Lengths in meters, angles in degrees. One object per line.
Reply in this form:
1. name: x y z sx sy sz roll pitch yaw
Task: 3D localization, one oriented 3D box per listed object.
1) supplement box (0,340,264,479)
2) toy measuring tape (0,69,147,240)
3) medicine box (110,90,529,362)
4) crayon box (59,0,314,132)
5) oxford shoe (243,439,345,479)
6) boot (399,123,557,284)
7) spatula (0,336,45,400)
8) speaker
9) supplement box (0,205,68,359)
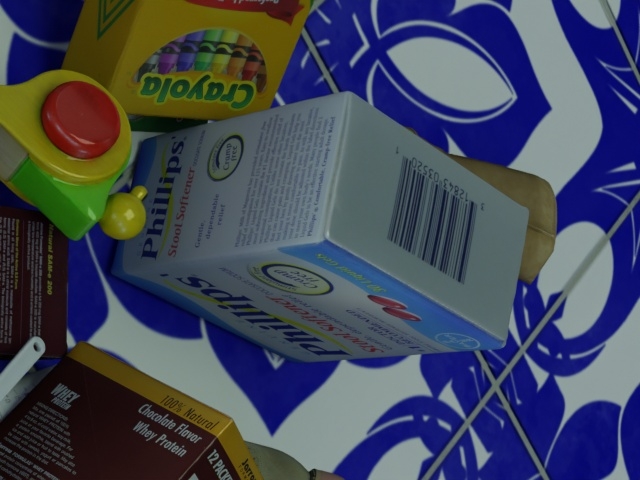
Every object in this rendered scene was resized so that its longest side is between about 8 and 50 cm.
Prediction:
1. supplement box: -0.180 0.220 1.421 0.194 0.191 0.129 -48 139 -25
2. toy measuring tape: -0.265 -0.130 1.452 0.330 0.121 0.121 45 53 -5
3. medicine box: 0.000 0.000 1.600 0.263 0.289 0.149 29 63 -39
4. crayon box: -0.107 -0.222 1.552 0.202 0.081 0.319 -1 123 -44
5. oxford shoe: -0.117 0.375 1.584 0.146 0.140 0.397 28 68 -6
6. boot: 0.162 0.005 1.905 0.269 0.089 0.236 20 72 -43
7. spatula: -0.311 0.102 1.326 0.168 0.019 0.242 55 35 -15
8. speaker: -0.266 0.149 1.484 0.136 0.055 0.055 -19 99 -45
9. supplement box: -0.326 0.031 1.424 0.239 0.073 0.130 9 78 -43
